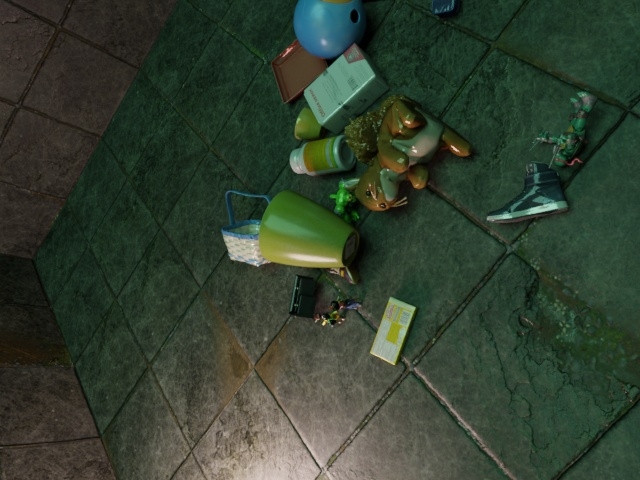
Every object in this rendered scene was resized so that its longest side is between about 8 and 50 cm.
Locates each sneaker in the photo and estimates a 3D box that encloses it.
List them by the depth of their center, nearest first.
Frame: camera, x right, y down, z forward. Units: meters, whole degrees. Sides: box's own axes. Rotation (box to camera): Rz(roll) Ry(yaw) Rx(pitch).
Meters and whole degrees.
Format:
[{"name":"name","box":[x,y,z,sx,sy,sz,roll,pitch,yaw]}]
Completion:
[{"name":"sneaker","box":[0.599,-0.143,1.546,0.226,0.086,0.163,-14,81,25]},{"name":"sneaker","box":[0.074,0.106,1.916,0.084,0.070,0.185,-45,46,18]}]

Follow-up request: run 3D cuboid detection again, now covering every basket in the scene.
[{"name":"basket","box":[-0.285,-0.057,2.129,0.255,0.201,0.288,15,119,39]}]

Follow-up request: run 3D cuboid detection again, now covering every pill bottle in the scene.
[{"name":"pill bottle","box":[0.005,-0.326,2.034,0.246,0.136,0.136,-3,77,37]}]

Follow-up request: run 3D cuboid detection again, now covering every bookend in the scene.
[{"name":"bookend","box":[-0.061,0.208,1.936,0.157,0.072,0.156,161,120,-78]}]

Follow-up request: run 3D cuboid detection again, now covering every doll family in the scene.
[{"name":"doll family","box":[0.059,0.251,1.858,0.193,0.111,0.076,-47,54,18]}]

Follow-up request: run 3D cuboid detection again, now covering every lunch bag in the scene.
[{"name":"lunch bag","box":[0.450,-0.844,1.870,0.099,0.065,0.067,9,100,38]}]

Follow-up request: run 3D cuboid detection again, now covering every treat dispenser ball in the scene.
[{"name":"treat dispenser ball","box":[0.037,-0.865,2.052,0.288,0.288,0.288,-11,72,36]}]

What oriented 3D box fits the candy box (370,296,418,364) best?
[{"name":"candy box","box":[0.247,0.304,1.752,0.105,0.027,0.205,21,91,42]}]

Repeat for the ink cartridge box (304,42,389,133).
[{"name":"ink cartridge box","box":[0.097,-0.592,2.044,0.283,0.117,0.207,-38,58,24]}]

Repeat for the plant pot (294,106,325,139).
[{"name":"plant pot","box":[-0.032,-0.465,2.120,0.095,0.134,0.134,22,92,14]}]

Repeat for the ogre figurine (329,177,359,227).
[{"name":"ogre figurine","box":[0.100,-0.145,1.925,0.097,0.118,0.197,30,98,39]}]

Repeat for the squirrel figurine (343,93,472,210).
[{"name":"squirrel figurine","box":[0.243,-0.298,1.804,0.370,0.281,0.397,-57,37,25]}]

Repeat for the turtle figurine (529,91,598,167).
[{"name":"turtle figurine","box":[0.708,-0.302,1.499,0.234,0.118,0.175,-64,10,4]}]

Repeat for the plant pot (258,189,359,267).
[{"name":"plant pot","box":[-0.022,-0.013,1.850,0.294,0.275,0.274,18,90,26]}]

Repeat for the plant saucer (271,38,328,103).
[{"name":"plant saucer","box":[-0.085,-0.757,2.275,0.258,0.048,0.259,-32,60,28]}]
